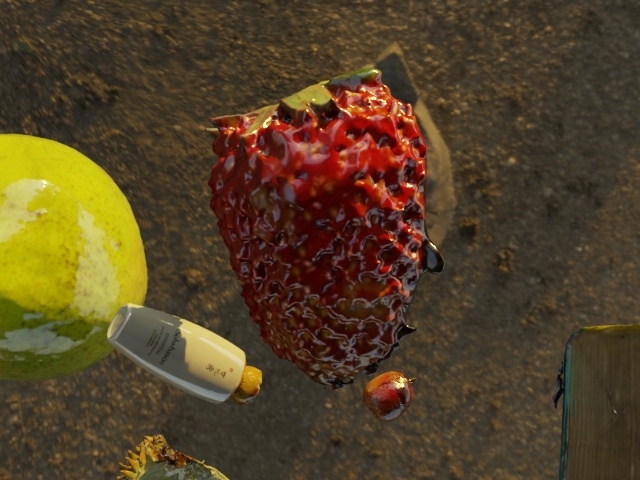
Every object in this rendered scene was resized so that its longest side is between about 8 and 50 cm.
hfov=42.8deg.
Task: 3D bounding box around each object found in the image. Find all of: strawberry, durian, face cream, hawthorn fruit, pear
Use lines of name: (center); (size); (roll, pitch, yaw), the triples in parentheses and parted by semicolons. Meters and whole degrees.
strawberry: (0.000, 0.000, 0.776); (0.233, 0.138, 0.306); (-14, 89, 24)
durian: (-0.183, 0.339, 1.133); (0.139, 0.144, 0.252); (-30, 121, 17)
face cream: (-0.147, 0.129, 0.905); (0.182, 0.051, 0.072); (33, 77, -29)
hawthorn fruit: (0.103, 0.235, 1.236); (0.077, 0.077, 0.077); (-7, 109, -21)
pear: (-0.433, 0.038, 1.224); (0.391, 0.391, 0.391); (-7, 109, -21)

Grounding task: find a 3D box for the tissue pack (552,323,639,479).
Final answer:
tissue pack: (0.281, 0.159, 0.464); (0.271, 0.134, 0.192); (12, 76, -21)
